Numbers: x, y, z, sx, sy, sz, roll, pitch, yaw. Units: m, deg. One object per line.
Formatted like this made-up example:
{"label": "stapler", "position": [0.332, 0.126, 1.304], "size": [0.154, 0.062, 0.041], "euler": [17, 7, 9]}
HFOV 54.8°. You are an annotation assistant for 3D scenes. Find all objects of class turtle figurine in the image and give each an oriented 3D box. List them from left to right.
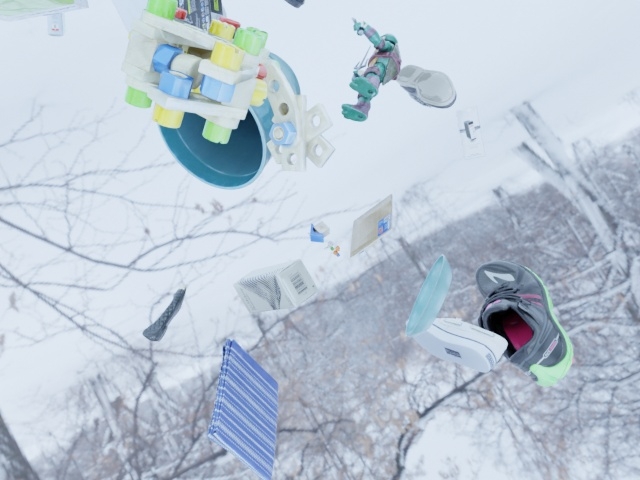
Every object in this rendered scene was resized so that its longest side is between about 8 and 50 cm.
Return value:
{"label": "turtle figurine", "position": [0.105, -0.358, 1.243], "size": [0.118, 0.234, 0.175], "euler": [9, 147, 12]}

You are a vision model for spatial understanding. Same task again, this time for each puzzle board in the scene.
{"label": "puzzle board", "position": [0.096, -0.027, 1.139], "size": [0.096, 0.011, 0.128], "euler": [-36, -157, 25]}

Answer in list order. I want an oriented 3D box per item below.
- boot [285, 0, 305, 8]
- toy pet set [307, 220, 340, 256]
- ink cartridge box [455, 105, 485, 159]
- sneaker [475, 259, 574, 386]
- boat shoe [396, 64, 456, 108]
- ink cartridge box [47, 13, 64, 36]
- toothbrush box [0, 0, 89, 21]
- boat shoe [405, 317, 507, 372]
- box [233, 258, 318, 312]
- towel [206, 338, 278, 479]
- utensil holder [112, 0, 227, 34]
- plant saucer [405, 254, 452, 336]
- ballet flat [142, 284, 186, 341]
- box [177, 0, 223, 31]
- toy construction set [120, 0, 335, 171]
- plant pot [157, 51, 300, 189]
{"label": "boot", "position": [0.003, -1.021, 1.966], "size": [0.146, 0.366, 0.445], "euler": [9, 147, -46]}
{"label": "toy pet set", "position": [0.000, 0.000, 1.988], "size": [0.065, 0.122, 0.114], "euler": [-35, 151, -19]}
{"label": "ink cartridge box", "position": [0.404, -0.290, 1.669], "size": [0.056, 0.135, 0.099], "euler": [-11, -173, 12]}
{"label": "sneaker", "position": [0.551, 0.195, 1.774], "size": [0.185, 0.202, 0.482], "euler": [-55, -156, 22]}
{"label": "boat shoe", "position": [0.242, -0.330, 1.361], "size": [0.075, 0.206, 0.065], "euler": [-45, 129, 3]}
{"label": "ink cartridge box", "position": [-0.700, -0.635, 1.624], "size": [0.045, 0.179, 0.145], "euler": [-5, -157, -18]}
{"label": "toothbrush box", "position": [-0.634, -0.523, 1.220], "size": [0.206, 0.122, 0.283], "euler": [-5, -170, 13]}
{"label": "boat shoe", "position": [0.313, 0.221, 1.437], "size": [0.088, 0.096, 0.268], "euler": [-37, -157, -24]}
{"label": "box", "position": [-0.134, 0.134, 1.768], "size": [0.094, 0.113, 0.275], "euler": [-35, -170, -34]}
{"label": "towel", "position": [-0.198, 0.447, 1.650], "size": [0.040, 0.243, 0.336], "euler": [-29, -150, 19]}
{"label": "utensil holder", "position": [-0.511, -0.808, 1.951], "size": [0.328, 0.385, 0.327], "euler": [-25, 169, -5]}
{"label": "plant saucer", "position": [0.146, 0.076, 0.813], "size": [0.119, 0.021, 0.119], "euler": [24, 90, -87]}
{"label": "ballet flat", "position": [-0.392, 0.179, 1.574], "size": [0.057, 0.049, 0.173], "euler": [107, 8, -54]}
{"label": "box", "position": [-0.318, -0.574, 1.537], "size": [0.184, 0.190, 0.045], "euler": [-9, 175, 44]}
{"label": "toy construction set", "position": [-0.099, -0.188, 0.733], "size": [0.151, 0.215, 0.328], "euler": [-63, 156, 7]}
{"label": "plant pot", "position": [-0.176, -0.292, 1.372], "size": [0.272, 0.271, 0.255], "euler": [-36, -169, 44]}
